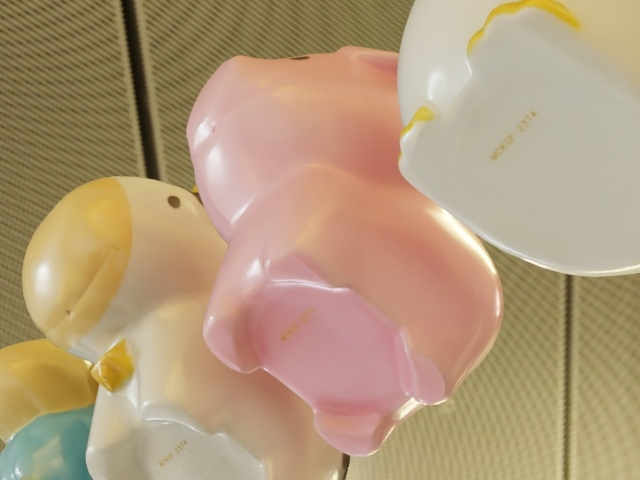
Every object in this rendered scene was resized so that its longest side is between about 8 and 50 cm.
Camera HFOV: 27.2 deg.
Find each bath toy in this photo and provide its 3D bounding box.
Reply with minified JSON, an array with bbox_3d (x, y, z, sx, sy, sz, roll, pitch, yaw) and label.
[{"bbox_3d":[0.000,0.000,0.461,0.151,0.129,0.348,44,-48,-7],"label":"bath toy"}]
